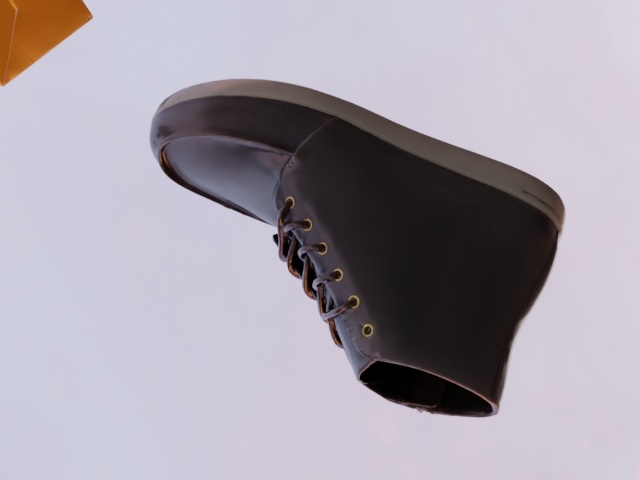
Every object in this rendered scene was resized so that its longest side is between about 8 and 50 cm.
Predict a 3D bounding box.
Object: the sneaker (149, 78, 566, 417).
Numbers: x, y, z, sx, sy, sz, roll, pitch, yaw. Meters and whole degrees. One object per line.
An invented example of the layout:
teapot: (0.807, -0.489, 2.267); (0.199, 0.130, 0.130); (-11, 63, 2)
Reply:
sneaker: (0.000, 0.000, 0.439); (0.083, 0.222, 0.118); (84, -154, -60)

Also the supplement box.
supplement box: (-0.382, -0.310, 0.963); (0.129, 0.194, 0.191); (-41, -37, -9)
